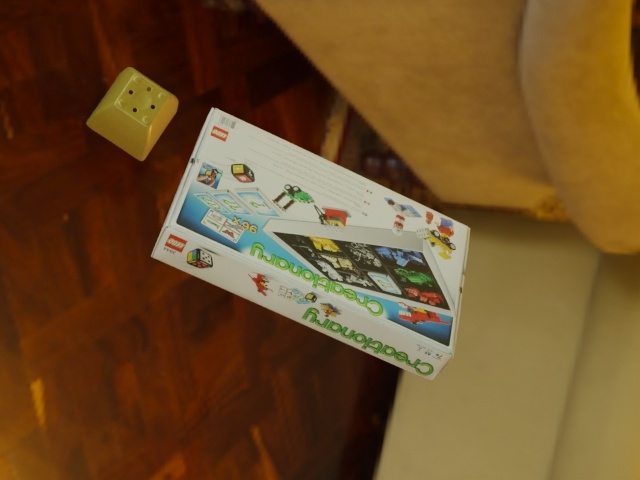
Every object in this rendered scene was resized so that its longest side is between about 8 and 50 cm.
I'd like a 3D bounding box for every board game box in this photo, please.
[{"bbox_3d":[0.000,0.000,1.272,0.053,0.305,0.193,-57,-168,41],"label":"board game box"}]

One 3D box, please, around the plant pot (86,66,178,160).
[{"bbox_3d":[-0.214,-0.154,1.476,0.081,0.083,0.081,34,74,-10],"label":"plant pot"}]
